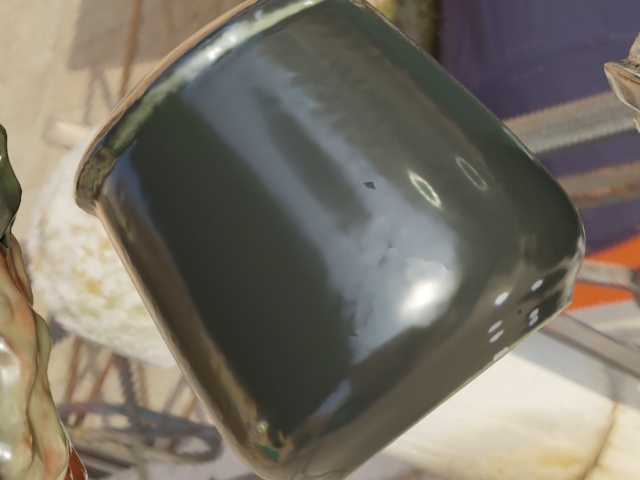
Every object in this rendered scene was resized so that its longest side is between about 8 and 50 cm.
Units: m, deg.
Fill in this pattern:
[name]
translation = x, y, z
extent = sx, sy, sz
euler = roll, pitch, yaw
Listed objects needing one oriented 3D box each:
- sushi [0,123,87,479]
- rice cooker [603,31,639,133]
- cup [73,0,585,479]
[sushi]
translation = -0.097, 0.035, 0.441
extent = 0.320, 0.068, 0.339
euler = -140, 35, -83
[rice cooker]
translation = 0.263, -0.076, 0.693
extent = 0.227, 0.241, 0.280
euler = -62, 22, 10
[cup]
translation = 0.000, 0.000, 0.661
extent = 0.169, 0.223, 0.176
euler = -40, 84, -6
